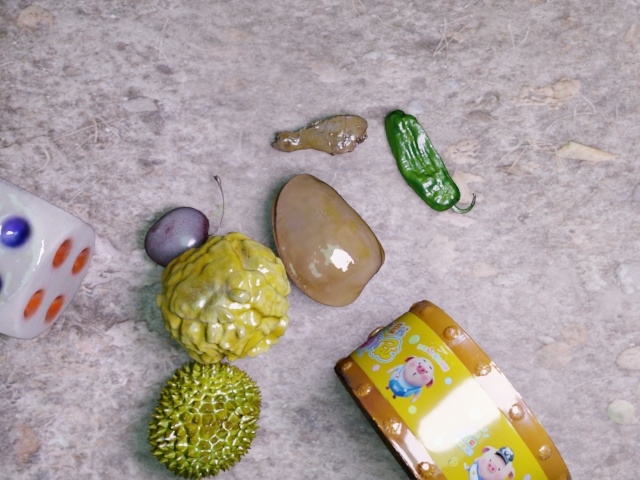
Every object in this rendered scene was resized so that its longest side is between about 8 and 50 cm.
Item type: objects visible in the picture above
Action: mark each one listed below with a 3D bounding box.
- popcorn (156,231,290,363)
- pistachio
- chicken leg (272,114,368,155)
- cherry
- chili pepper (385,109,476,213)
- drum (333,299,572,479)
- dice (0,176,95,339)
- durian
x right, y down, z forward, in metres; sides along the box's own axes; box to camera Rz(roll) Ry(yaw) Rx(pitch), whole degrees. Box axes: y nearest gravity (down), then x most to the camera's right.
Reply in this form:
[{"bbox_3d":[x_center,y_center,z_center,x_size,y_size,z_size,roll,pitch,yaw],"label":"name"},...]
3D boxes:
[{"bbox_3d":[-0.170,0.111,1.654,0.249,0.225,0.249,-18,51,24],"label":"popcorn"},{"bbox_3d":[0.000,0.000,1.730,0.260,0.163,0.212,48,46,4],"label":"pistachio"},{"bbox_3d":[-0.001,-0.207,1.805,0.197,0.069,0.085,-6,81,5],"label":"chicken leg"},{"bbox_3d":[-0.277,-0.029,1.762,0.148,0.115,0.188,-18,72,35],"label":"cherry"},{"bbox_3d":[0.207,-0.153,1.797,0.100,0.074,0.257,-30,84,-4],"label":"chili pepper"},{"bbox_3d":[0.221,0.323,1.569,0.214,0.431,0.431,-36,85,-5],"label":"drum"},{"bbox_3d":[-0.588,0.027,1.664,0.243,0.259,0.251,27,84,4],"label":"dice"},{"bbox_3d":[-0.214,0.333,1.684,0.200,0.176,0.237,33,71,-17],"label":"durian"}]
